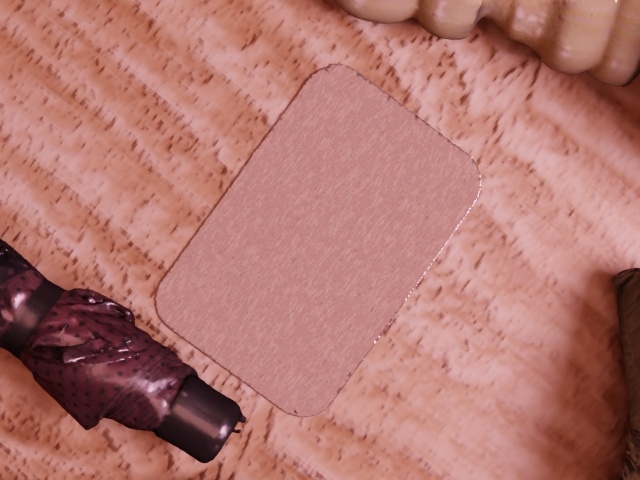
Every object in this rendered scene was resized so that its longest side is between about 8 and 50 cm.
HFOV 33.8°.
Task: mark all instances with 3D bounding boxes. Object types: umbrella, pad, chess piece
[{"bbox_3d":[-0.206,0.075,0.827,0.326,0.094,0.090,33,44,0],"label":"umbrella"},{"bbox_3d":[0.000,0.000,0.879,0.176,0.002,0.266,36,88,-2],"label":"pad"},{"bbox_3d":[0.131,-0.209,0.831,0.260,0.143,0.143,8,89,1],"label":"chess piece"}]

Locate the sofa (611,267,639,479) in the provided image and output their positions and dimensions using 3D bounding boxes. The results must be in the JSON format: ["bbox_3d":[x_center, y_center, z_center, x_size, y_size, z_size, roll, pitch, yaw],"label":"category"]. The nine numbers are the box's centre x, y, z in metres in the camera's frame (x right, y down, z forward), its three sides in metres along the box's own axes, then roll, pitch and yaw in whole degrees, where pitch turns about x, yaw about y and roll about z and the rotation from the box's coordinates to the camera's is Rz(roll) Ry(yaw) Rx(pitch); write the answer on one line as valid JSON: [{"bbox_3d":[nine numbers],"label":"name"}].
[{"bbox_3d":[0.334,0.151,0.859,0.210,0.176,0.226,3,61,-3],"label":"sofa"}]
